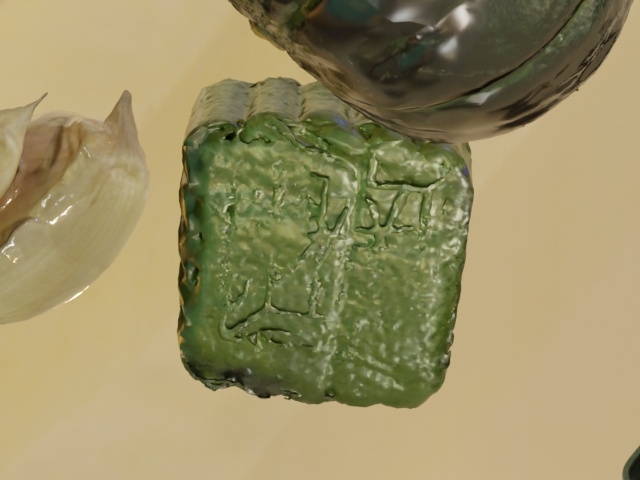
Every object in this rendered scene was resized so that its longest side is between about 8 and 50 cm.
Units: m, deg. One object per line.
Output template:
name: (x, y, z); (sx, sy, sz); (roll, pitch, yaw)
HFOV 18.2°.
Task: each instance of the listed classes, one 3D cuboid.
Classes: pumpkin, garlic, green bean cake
pumpkin: (0.034, -0.141, 0.859); (0.162, 0.220, 0.220); (-41, -152, 4)
garlic: (-0.326, -0.046, 1.762); (0.313, 0.286, 0.249); (9, -126, 35)
green bean cake: (0.000, 0.000, 1.363); (0.113, 0.200, 0.214); (-78, 175, -65)

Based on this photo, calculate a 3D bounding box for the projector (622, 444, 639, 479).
projector: (0.305, 0.192, 1.633); (0.083, 0.082, 0.083); (42, -82, 23)
